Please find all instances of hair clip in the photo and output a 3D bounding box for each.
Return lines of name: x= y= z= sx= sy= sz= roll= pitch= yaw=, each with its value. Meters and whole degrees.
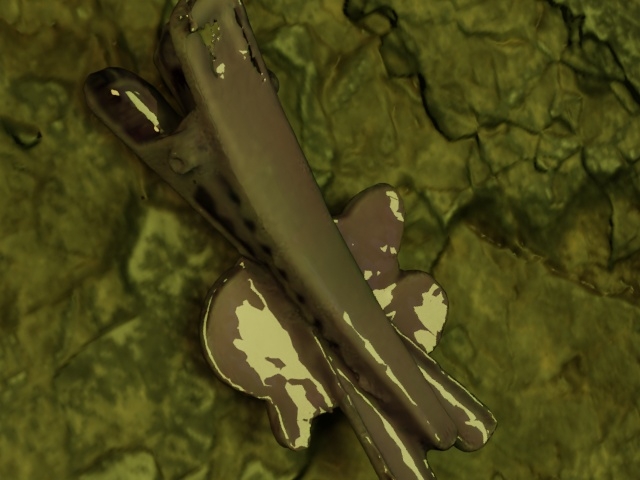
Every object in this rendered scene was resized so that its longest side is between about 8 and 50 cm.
hair clip: x=-0.011 y=-0.002 z=0.906 sx=0.137 sy=0.090 sz=0.278 roll=-45 pitch=118 yaw=-35
